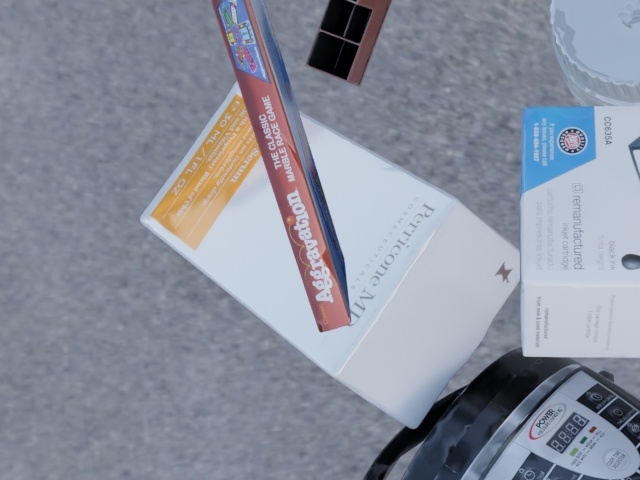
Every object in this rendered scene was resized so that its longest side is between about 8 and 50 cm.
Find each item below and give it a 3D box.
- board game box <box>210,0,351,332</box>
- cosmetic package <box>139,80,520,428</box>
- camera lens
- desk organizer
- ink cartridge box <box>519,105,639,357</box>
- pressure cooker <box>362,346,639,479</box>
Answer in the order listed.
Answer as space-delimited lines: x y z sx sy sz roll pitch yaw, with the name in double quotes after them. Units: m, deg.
-0.032 -0.089 0.936 0.027 0.145 0.281 -16 107 5 "board game box"
0.000 0.000 1.569 0.230 0.161 0.453 -55 41 -2 "cosmetic package"
0.367 -0.182 1.371 0.219 0.274 0.219 -11 64 23 "camera lens"
0.034 -0.238 1.456 0.047 0.050 0.130 30 105 39 "desk organizer"
0.214 -0.006 0.793 0.190 0.082 0.140 -1 52 10 "ink cartridge box"
0.247 0.325 1.447 0.420 0.370 0.376 31 97 28 "pressure cooker"
